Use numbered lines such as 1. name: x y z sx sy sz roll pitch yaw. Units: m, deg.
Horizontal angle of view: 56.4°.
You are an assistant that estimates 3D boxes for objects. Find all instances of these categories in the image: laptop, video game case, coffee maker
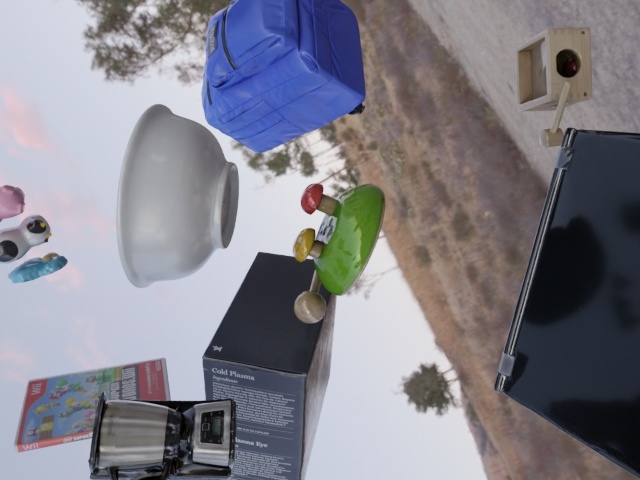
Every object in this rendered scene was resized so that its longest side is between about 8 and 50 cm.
1. laptop: 0.411 0.059 0.823 0.408 0.236 0.382 -1 -73 -62
2. video game case: -0.453 0.326 1.216 0.204 0.285 0.025 -127 34 -61
3. coffee maker: -0.205 0.264 0.800 0.171 0.178 0.120 145 129 -74

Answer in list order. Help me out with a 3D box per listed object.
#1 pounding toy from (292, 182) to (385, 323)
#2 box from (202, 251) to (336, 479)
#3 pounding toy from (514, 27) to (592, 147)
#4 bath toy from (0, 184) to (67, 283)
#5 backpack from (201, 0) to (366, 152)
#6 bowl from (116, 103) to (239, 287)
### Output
1. pounding toy: 0.000 0.000 0.942 0.110 0.237 0.183 22 -139 -13
2. box: -0.083 0.247 1.153 0.343 0.179 0.312 -70 -14 -58
3. pounding toy: 0.443 -0.275 1.090 0.181 0.094 0.206 -162 68 -81
4. bath toy: -0.740 -0.065 1.396 0.151 0.129 0.348 -55 -51 -44
5. backpack: -0.040 -0.132 0.451 0.101 0.120 0.098 26 -127 -40
6. bowl: -0.210 -0.064 0.965 0.298 0.134 0.297 7 -90 -87
